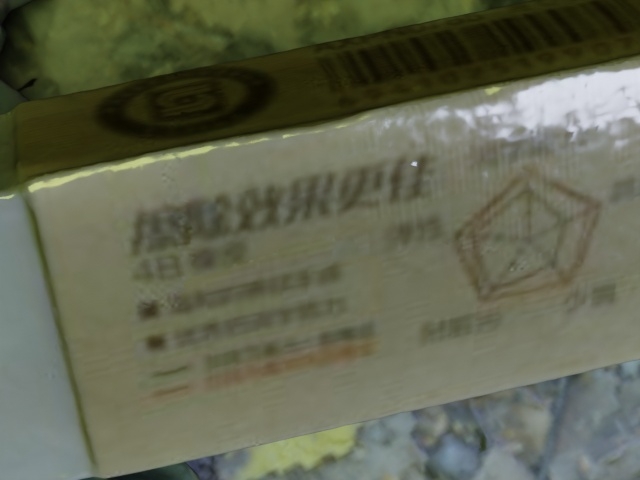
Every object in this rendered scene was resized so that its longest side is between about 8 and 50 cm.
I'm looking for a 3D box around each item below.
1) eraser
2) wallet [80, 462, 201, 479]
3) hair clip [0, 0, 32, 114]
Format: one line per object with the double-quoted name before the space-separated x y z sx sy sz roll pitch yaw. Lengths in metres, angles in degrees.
"eraser" 0.000 0.000 0.555 0.343 0.078 0.144 -11 122 -7
"wallet" -0.236 0.147 0.656 0.360 0.083 0.252 23 97 15
"hair clip" -0.161 -0.075 0.633 0.137 0.090 0.278 -37 93 -24
